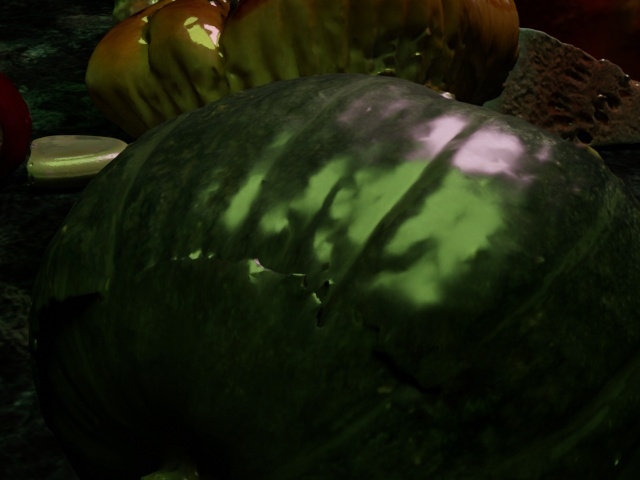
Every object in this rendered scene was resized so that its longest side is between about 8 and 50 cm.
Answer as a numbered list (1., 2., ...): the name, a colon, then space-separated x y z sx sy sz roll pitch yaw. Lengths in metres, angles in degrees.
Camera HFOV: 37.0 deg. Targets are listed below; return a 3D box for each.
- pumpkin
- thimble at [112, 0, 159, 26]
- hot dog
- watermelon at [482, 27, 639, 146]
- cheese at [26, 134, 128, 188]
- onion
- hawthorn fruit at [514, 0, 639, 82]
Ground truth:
1. pumpkin: 0.011 0.065 0.504 0.327 0.292 0.257 10 35 36
2. thimble: -0.176 -0.301 1.244 0.167 0.254 0.288 -2 29 -5
3. hot dog: -0.020 -0.170 0.913 0.367 0.196 0.365 -14 7 24
4. watermelon: 0.300 -0.172 1.167 0.241 0.154 0.094 11 26 -9
5. cheese: -0.229 -0.092 1.071 0.192 0.037 0.097 -4 29 -11
6. onion: -0.397 -0.154 1.019 0.173 0.198 0.135 5 15 -33
7. hawthorn fruit: 0.405 -0.369 1.310 0.402 0.403 0.403 1 27 0
